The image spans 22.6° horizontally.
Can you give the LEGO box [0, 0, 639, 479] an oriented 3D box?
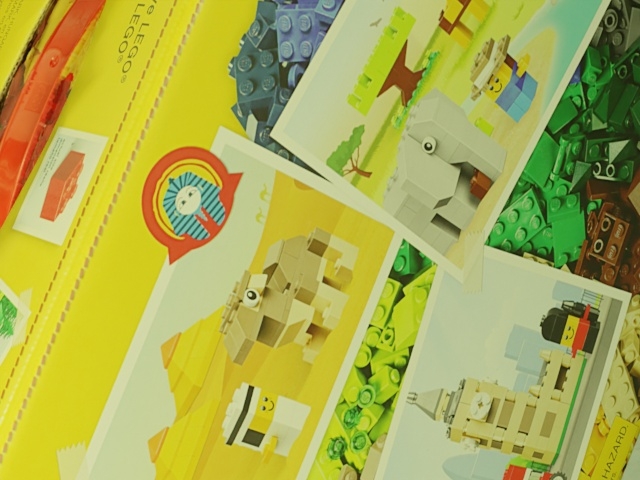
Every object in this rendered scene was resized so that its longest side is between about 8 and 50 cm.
[{"bbox_3d":[0.000,0.000,0.821,0.372,0.500,0.193,27,173,-38],"label":"LEGO box"}]
